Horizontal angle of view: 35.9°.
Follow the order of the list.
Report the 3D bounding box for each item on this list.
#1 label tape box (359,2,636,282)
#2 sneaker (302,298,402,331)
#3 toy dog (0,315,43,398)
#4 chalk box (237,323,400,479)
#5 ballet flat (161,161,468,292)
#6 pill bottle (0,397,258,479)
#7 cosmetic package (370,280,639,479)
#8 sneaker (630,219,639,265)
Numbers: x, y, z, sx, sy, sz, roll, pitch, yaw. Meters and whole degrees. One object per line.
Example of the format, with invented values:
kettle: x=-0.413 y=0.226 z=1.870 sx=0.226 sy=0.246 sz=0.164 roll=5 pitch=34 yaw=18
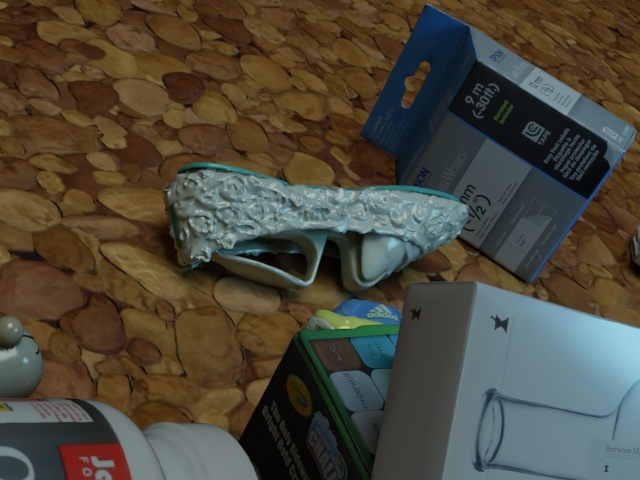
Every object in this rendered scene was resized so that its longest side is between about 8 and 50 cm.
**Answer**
label tape box: x=0.230 y=-0.139 z=1.416 sx=0.348 sy=0.249 sz=0.115 roll=33 pitch=34 yaw=7
sneaker: x=0.101 y=0.136 z=1.114 sx=0.240 sy=0.091 sz=0.126 roll=33 pitch=34 yaw=9
toy dog: x=-0.377 y=0.097 z=0.770 sx=0.220 sy=0.161 sz=0.334 roll=35 pitch=35 yaw=10
chalk box: x=0.057 y=0.187 z=0.839 sx=0.179 sy=0.289 sz=0.180 roll=2 pitch=43 yaw=-33
ballet flat: x=0.000 y=0.000 z=1.216 sx=0.409 sy=0.147 sz=0.147 roll=6 pitch=40 yaw=-25
pill bottle: x=-0.230 y=0.211 z=0.667 sx=0.363 sy=0.210 sz=0.210 roll=7 pitch=39 yaw=-39
cosmetic package: x=0.165 y=0.241 z=0.691 sx=0.284 sy=0.097 sz=0.377 roll=15 pitch=81 yaw=-23
sneaker: x=0.616 y=-0.005 z=1.638 sx=0.169 sy=0.108 sz=0.292 roll=40 pitch=37 yaw=11
